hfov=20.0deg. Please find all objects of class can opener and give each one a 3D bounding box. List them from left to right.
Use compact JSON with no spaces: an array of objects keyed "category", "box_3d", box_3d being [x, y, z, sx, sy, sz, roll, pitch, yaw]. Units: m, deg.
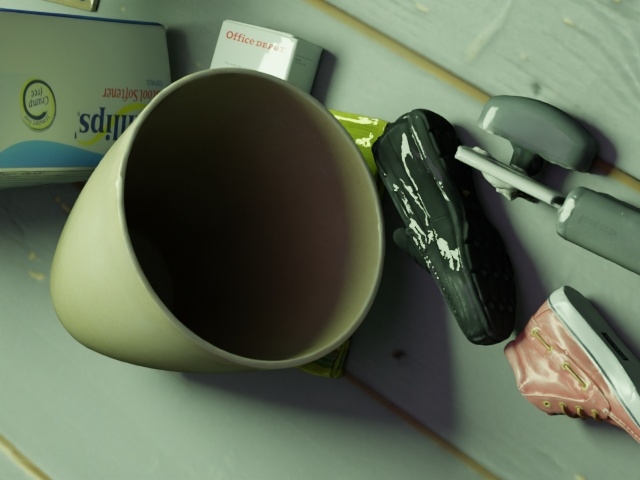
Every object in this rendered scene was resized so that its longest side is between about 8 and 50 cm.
[{"category":"can opener","box_3d":[0.235,-0.037,1.471,0.283,0.076,0.095,27,100,30]}]

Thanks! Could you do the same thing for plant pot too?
[{"category":"plant pot","box_3d":[-0.123,0.013,1.600,0.274,0.256,0.256,-25,70,54]}]

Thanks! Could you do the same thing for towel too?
[{"category":"towel","box_3d":[0.000,0.000,1.646,0.102,0.021,0.237,14,92,32]}]

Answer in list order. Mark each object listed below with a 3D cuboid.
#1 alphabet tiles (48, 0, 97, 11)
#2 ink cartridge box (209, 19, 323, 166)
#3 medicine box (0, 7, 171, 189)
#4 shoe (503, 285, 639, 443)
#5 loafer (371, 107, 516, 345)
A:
[{"category":"alphabet tiles","box_3d":[-0.267,-0.343,1.859,0.237,0.009,0.198,16,93,32]},{"category":"ink cartridge box","box_3d":[-0.059,-0.135,1.679,0.088,0.052,0.122,18,95,32]},{"category":"medicine box","box_3d":[-0.328,-0.124,1.713,0.289,0.263,0.149,-5,90,32]},{"category":"shoe","box_3d":[0.222,0.125,1.471,0.081,0.063,0.178,-48,58,20]},{"category":"loafer","box_3d":[0.104,-0.006,1.554,0.078,0.076,0.223,-33,63,30]}]
